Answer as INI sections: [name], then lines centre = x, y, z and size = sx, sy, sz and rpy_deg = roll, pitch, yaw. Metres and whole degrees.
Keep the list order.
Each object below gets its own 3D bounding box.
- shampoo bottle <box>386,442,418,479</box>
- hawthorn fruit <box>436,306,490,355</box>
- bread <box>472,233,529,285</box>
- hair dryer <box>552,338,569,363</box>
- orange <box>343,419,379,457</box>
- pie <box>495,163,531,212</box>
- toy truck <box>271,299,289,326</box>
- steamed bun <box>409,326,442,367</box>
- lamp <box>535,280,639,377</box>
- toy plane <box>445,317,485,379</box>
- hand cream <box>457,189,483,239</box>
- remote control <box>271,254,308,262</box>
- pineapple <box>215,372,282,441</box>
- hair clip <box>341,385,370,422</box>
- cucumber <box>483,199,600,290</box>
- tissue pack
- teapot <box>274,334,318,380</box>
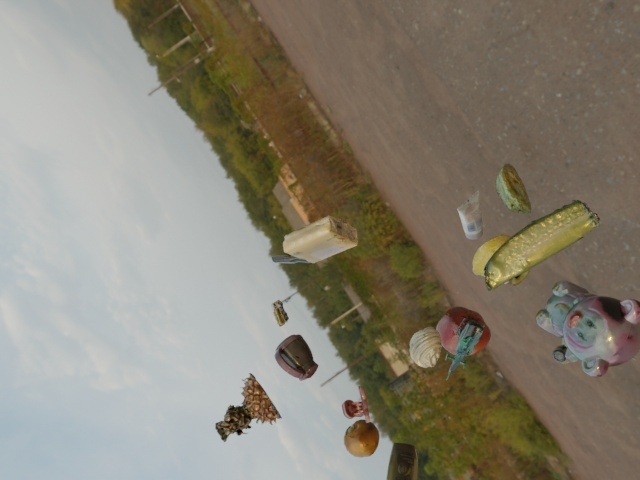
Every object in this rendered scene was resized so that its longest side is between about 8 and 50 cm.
[shampoo bottle]
centre = 0.318, 0.976, 1.713
size = 0.350, 0.125, 0.084
rpy_deg = -64, -29, -55
[hawthorn fruit]
centre = 0.786, 0.517, 2.457
size = 0.275, 0.299, 0.275
rpy_deg = 31, -143, -27
[bread]
centre = 0.705, 0.076, 1.697
size = 0.170, 0.197, 0.197
rpy_deg = 35, 165, 48
[hair dryer]
centre = 0.884, 0.345, 1.555
size = 0.067, 0.199, 0.167
rpy_deg = 9, 168, 41
[orange]
centre = 0.171, 0.828, 1.816
size = 0.156, 0.156, 0.134
rpy_deg = 22, -135, -88
[pie]
centre = 0.710, -0.183, 1.615
size = 0.248, 0.090, 0.201
rpy_deg = -21, -95, -59
[toy truck]
centre = -0.201, 0.359, 2.156
size = 0.052, 0.062, 0.123
rpy_deg = 77, 168, -72
[steamed bun]
centre = 0.456, 0.469, 1.921
size = 0.106, 0.183, 0.183
rpy_deg = 15, -174, -5
[lamp]
centre = 0.833, 0.267, 1.325
size = 0.247, 0.247, 0.301
rpy_deg = 29, -172, -6
[toy plane]
centre = 0.409, 0.302, 1.235
size = 0.096, 0.060, 0.235
rpy_deg = -63, -11, -48
[hand cream]
centre = 0.683, -0.105, 1.986
size = 0.083, 0.133, 0.248
rpy_deg = 39, 164, 43
[remote control]
centre = -0.149, 0.097, 2.287
size = 0.072, 0.221, 0.042
rpy_deg = 39, -127, -72
[pineapple]
centre = -0.352, 0.784, 1.977
size = 0.262, 0.271, 0.262
rpy_deg = 49, 162, 22
[hair clip]
centre = 0.156, 0.595, 1.561
size = 0.138, 0.102, 0.123
rpy_deg = 30, -138, -43
[cucumber]
centre = 0.572, 0.019, 1.188
size = 0.105, 0.325, 0.145
rpy_deg = 57, -172, 19
[tissue pack]
centre = 0.000, 0.000, 1.572
size = 0.186, 0.222, 0.090
rpy_deg = 25, -131, -49
[teapot]
centre = -0.076, 0.390, 1.442
size = 0.146, 0.116, 0.148
rpy_deg = 46, 168, 22
